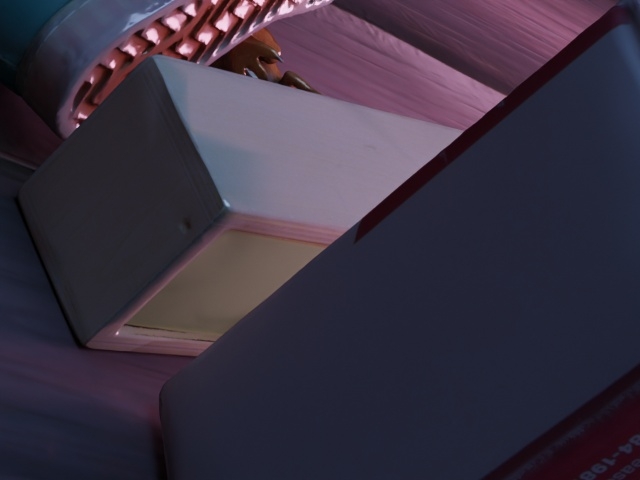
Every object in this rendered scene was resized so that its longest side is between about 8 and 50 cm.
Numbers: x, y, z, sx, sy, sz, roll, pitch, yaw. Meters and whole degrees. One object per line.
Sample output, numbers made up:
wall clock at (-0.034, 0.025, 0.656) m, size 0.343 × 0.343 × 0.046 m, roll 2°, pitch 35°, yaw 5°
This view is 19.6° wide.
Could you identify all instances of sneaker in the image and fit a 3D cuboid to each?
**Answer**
sneaker at (-0.057, -0.167, 0.923) m, size 0.121 × 0.108 × 0.302 m, roll 44°, pitch 52°, yaw 14°

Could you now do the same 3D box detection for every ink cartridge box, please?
ink cartridge box at (0.170, 0.113, 0.783) m, size 0.384 × 0.279 × 0.160 m, roll 26°, pitch 35°, yaw -35°

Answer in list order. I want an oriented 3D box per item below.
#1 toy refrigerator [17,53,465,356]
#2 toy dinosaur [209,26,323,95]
toy refrigerator at (0.000, 0.000, 0.879) m, size 0.269 × 0.102 × 0.094 m, roll 9°, pitch 47°, yaw -51°
toy dinosaur at (-0.054, -0.112, 1.007) m, size 0.211 × 0.064 × 0.112 m, roll 56°, pitch 14°, yaw -6°
